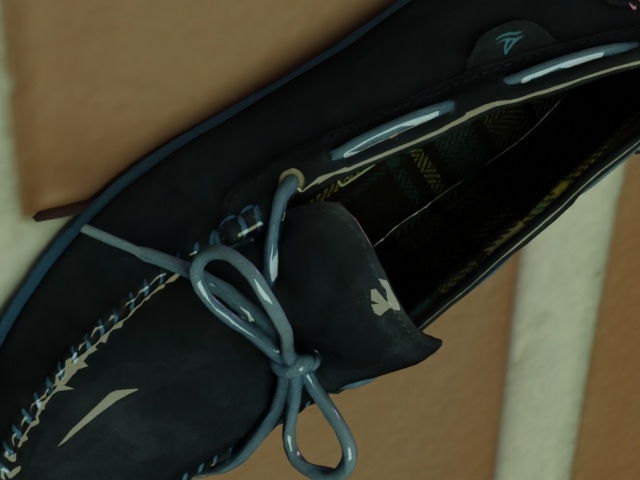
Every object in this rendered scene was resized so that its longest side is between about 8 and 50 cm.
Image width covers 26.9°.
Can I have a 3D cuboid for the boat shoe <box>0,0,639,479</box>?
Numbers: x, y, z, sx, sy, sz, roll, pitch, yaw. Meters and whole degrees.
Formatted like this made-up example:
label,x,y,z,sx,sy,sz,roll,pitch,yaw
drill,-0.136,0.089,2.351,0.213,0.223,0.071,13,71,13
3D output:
label,x,y,z,sx,sy,sz,roll,pitch,yaw
boat shoe,0.000,0.000,0.409,0.258,0.089,0.109,-45,131,-2
